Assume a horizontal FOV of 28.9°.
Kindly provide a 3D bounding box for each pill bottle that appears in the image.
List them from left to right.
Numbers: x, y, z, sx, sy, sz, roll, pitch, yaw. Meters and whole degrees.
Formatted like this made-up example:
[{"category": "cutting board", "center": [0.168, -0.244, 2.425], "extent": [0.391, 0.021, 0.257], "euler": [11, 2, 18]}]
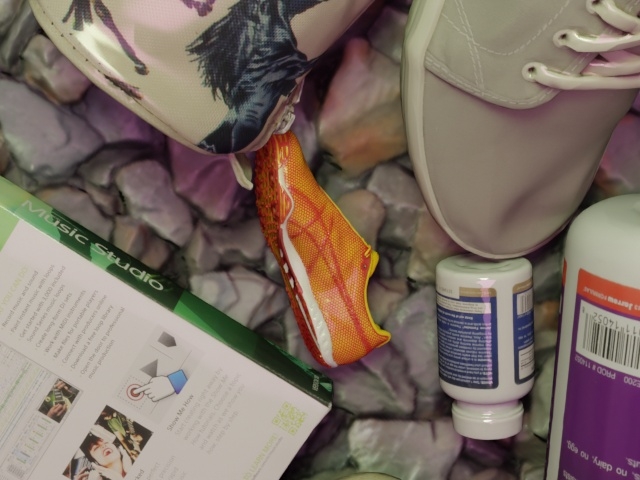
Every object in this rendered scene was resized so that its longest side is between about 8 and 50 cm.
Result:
[{"category": "pill bottle", "center": [0.114, 0.073, 0.859], "extent": [0.067, 0.067, 0.120], "euler": [-3, 103, 3]}, {"category": "pill bottle", "center": [0.239, 0.140, 0.813], "extent": [0.181, 0.181, 0.323], "euler": [3, 104, 1]}]

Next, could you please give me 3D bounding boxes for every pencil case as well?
[{"category": "pencil case", "center": [0.025, -0.230, 0.742], "extent": [0.410, 0.160, 0.183], "euler": [-43, 121, 11]}]

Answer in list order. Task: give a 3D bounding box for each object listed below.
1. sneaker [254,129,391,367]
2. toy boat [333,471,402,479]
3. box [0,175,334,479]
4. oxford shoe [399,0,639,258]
[{"category": "sneaker", "center": [0.000, 0.000, 0.857], "extent": [0.067, 0.064, 0.175], "euler": [-23, 108, -14]}, {"category": "toy boat", "center": [0.008, 0.337, 0.887], "extent": [0.267, 0.148, 0.318], "euler": [-30, 101, -15]}, {"category": "box", "center": [-0.185, 0.116, 0.887], "extent": [0.322, 0.058, 0.232], "euler": [32, 103, -7]}, {"category": "oxford shoe", "center": [0.151, -0.145, 0.688], "extent": [0.169, 0.130, 0.449], "euler": [-14, 138, -25]}]
